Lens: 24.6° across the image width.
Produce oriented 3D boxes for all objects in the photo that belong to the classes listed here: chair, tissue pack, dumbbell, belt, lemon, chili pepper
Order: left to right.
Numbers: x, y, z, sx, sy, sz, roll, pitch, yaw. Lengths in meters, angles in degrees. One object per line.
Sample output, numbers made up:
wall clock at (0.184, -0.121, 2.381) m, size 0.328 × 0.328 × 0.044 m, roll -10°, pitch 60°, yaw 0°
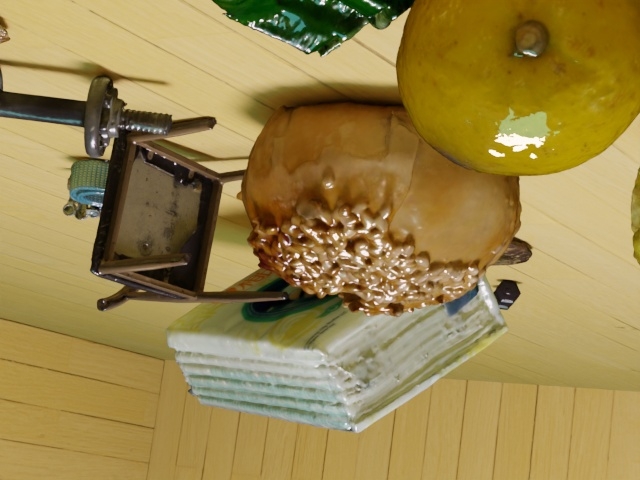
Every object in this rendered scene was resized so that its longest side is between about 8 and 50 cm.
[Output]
dumbbell at (-0.271, -0.128, 1.432) m, size 0.253 × 0.082 × 0.081 m, roll 7°, pitch 169°, yaw 1°
belt at (-0.228, -0.055, 1.844) m, size 0.179 × 0.065 × 0.100 m, roll 11°, pitch 159°, yaw -12°
chair at (-0.174, -0.022, 1.652) m, size 0.272 × 0.188 × 0.166 m, roll -7°, pitch 159°, yaw 44°
chili pepper at (-0.025, -0.186, 1.019) m, size 0.216 × 0.062 × 0.108 m, roll 15°, pitch 161°, yaw -31°
tissue pack at (0.011, 0.122, 1.984) m, size 0.287 × 0.162 × 0.388 m, roll -30°, pitch -163°, yaw -31°
dumbbell at (0.287, 0.085, 2.281) m, size 0.040 × 0.036 × 0.083 m, roll 7°, pitch 169°, yaw 1°
lemon at (0.133, -0.122, 0.962) m, size 0.170 × 0.170 × 0.207 m, roll 8°, pitch -179°, yaw -3°

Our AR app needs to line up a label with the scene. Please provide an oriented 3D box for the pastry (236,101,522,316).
pastry at (0.059, -0.021, 1.482) m, size 0.284 × 0.184 × 0.316 m, roll 4°, pitch 169°, yaw 12°

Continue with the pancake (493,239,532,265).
pancake at (0.192, 0.010, 1.996) m, size 0.199 × 0.021 × 0.199 m, roll 8°, pitch 170°, yaw 1°

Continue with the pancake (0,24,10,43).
pancake at (-0.345, -0.193, 1.299) m, size 0.139 × 0.022 × 0.139 m, roll 8°, pitch 170°, yaw 1°

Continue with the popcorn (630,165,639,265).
popcorn at (0.359, -0.012, 1.322) m, size 0.198 × 0.198 × 0.212 m, roll 0°, pitch -158°, yaw 35°
